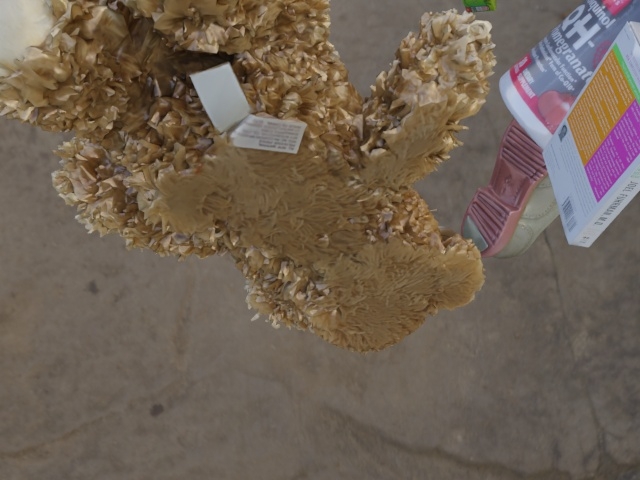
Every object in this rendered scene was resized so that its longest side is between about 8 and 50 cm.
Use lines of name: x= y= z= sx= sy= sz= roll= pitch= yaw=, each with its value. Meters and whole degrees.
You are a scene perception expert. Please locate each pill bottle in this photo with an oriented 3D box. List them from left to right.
pill bottle: x=0.409 y=-0.255 z=1.099 sx=0.318 sy=0.176 sz=0.176 roll=-43 pitch=54 yaw=29

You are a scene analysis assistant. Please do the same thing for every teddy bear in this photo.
teddy bear: x=-0.037 y=-0.065 z=0.450 sx=0.245 sy=0.338 sz=0.113 roll=-44 pitch=38 yaw=26

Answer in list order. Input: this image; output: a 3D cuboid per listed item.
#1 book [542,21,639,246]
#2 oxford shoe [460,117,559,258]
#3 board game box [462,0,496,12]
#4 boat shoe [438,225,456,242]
book: x=0.217 y=-0.075 z=0.621 sx=0.035 sy=0.144 sz=0.096 roll=7 pitch=54 yaw=-14
oxford shoe: x=0.419 y=-0.134 z=1.579 sx=0.147 sy=0.397 sz=0.140 roll=10 pitch=33 yaw=-36
board game box: x=0.203 y=-0.384 z=1.114 sx=0.043 sy=0.181 sz=0.092 roll=0 pitch=83 yaw=20
boat shoe: x=0.081 y=0.026 z=1.509 sx=0.342 sy=0.123 sz=0.123 roll=-15 pitch=28 yaw=-23
